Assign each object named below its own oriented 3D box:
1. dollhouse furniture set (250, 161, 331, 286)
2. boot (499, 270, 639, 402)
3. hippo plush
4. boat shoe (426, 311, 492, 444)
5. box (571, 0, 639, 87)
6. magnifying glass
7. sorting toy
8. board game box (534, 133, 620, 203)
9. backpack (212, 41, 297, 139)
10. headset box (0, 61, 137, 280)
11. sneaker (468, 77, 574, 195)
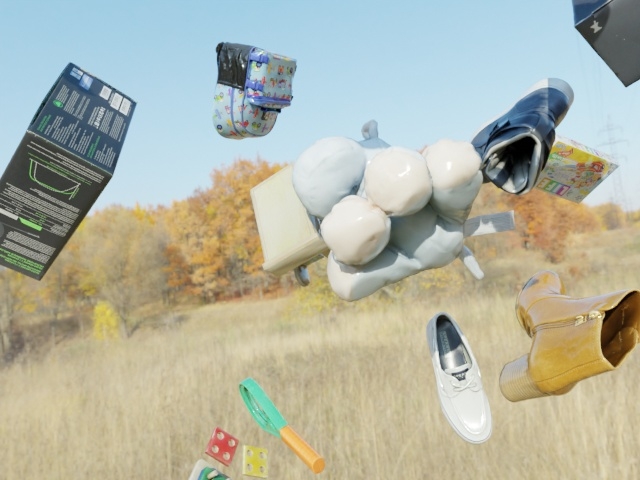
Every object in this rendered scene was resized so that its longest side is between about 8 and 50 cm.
[{"bbox_3d":[0.000,0.000,0.979,0.212,0.161,0.242,-30,-36,21],"label":"dollhouse furniture set"},{"bbox_3d":[0.393,0.115,0.838,0.295,0.104,0.211,-51,3,-41],"label":"boot"},{"bbox_3d":[0.093,-0.081,0.759,0.294,0.237,0.234,-9,-44,-28],"label":"hippo plush"},{"bbox_3d":[0.266,0.266,1.085,0.095,0.258,0.084,-20,-24,0],"label":"boat shoe"},{"bbox_3d":[0.339,-0.260,0.539,0.093,0.158,0.156,40,-46,-19],"label":"box"},{"bbox_3d":[-0.068,0.293,0.886,0.026,0.092,0.231,-27,29,-25],"label":"magnifying glass"},{"bbox_3d":[-0.139,0.397,0.804,0.046,0.132,0.275,-42,14,35],"label":"sorting toy"},{"bbox_3d":[0.445,-0.128,1.002,0.154,0.026,0.103,14,-46,-22],"label":"board game box"},{"bbox_3d":[-0.129,-0.273,1.055,0.116,0.174,0.158,17,12,25],"label":"backpack"},{"bbox_3d":[-0.449,-0.110,0.931,0.131,0.246,0.283,30,-59,-28],"label":"headset box"},{"bbox_3d":[0.260,-0.116,0.812,0.086,0.163,0.226,33,-32,0],"label":"sneaker"}]
